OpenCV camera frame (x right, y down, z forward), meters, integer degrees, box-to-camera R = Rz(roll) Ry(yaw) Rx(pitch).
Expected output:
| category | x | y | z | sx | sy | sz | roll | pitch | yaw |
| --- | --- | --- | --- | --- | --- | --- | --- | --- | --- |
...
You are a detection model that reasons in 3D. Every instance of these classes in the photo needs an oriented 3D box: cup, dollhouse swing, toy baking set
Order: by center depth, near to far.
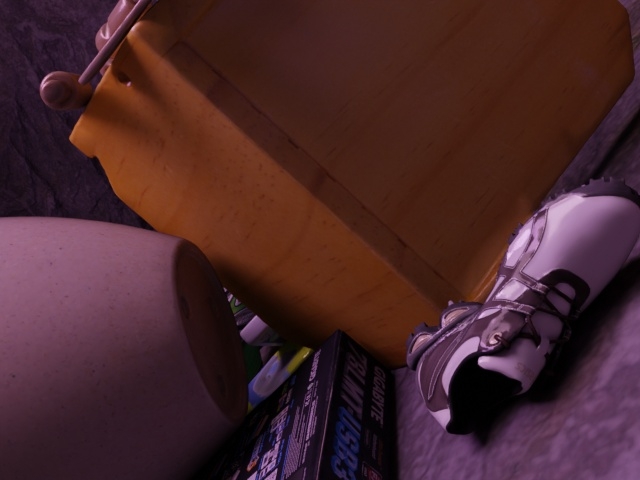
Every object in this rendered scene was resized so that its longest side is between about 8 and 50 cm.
| category | x | y | z | sx | sy | sz | roll | pitch | yaw |
| --- | --- | --- | --- | --- | --- | --- | --- | --- | --- |
| toy baking set | -0.147 | -0.175 | 0.668 | 0.197 | 0.030 | 0.256 | -47 | 12 | 6 |
| cup | -0.201 | 0.114 | 0.753 | 0.236 | 0.331 | 0.331 | -17 | 17 | 7 |
| dollhouse swing | 0.034 | -0.117 | 0.758 | 0.305 | 0.347 | 0.315 | -55 | 14 | -28 |

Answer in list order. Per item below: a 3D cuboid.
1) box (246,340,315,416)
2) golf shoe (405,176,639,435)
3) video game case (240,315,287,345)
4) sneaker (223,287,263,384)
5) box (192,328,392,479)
| category | x | y | z | sx | sy | sz | roll | pitch | yaw |
| --- | --- | --- | --- | --- | --- | --- | --- | --- | --- |
| box | -0.051 | 0.169 | 0.901 | 0.178 | 0.042 | 0.109 | -49 | 11 | -6 |
| golf shoe | 0.140 | 0.050 | 0.554 | 0.198 | 0.077 | 0.094 | -51 | 21 | 23 |
| video game case | 0.002 | 0.050 | 0.954 | 0.173 | 0.022 | 0.190 | -47 | -14 | 4 |
| sneaker | -0.132 | 0.084 | 1.034 | 0.134 | 0.146 | 0.343 | -7 | 25 | 28 |
| box | -0.069 | 0.240 | 0.659 | 0.293 | 0.073 | 0.295 | -47 | 10 | 17 |
